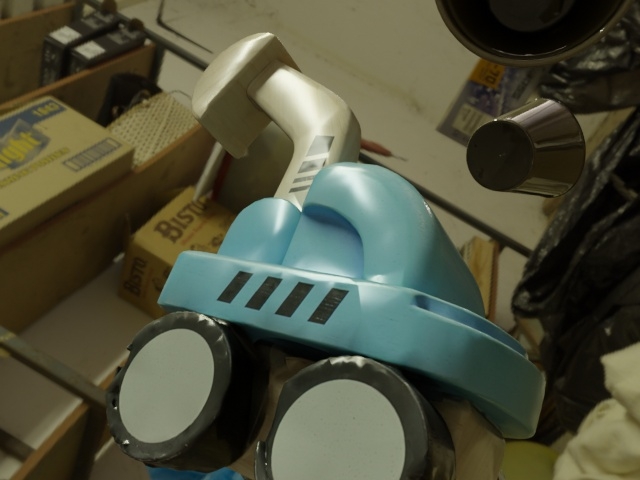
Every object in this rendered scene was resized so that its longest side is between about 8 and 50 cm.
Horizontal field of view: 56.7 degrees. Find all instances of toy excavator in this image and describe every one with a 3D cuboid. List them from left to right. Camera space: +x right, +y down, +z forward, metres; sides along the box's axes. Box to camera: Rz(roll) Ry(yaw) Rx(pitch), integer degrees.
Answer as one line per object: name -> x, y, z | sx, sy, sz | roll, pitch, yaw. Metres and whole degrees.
toy excavator -> 0.000, 0.000, 0.540 | 0.222, 0.433, 0.445 | 47, -121, -48

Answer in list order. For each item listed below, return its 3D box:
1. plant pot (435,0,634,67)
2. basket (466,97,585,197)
plant pot -> 0.372, -0.467, 1.032 | 0.323, 0.323, 0.280 | -61, -9, 22
basket -> 0.386, -0.167, 1.125 | 0.154, 0.204, 0.227 | -10, 4, 42
